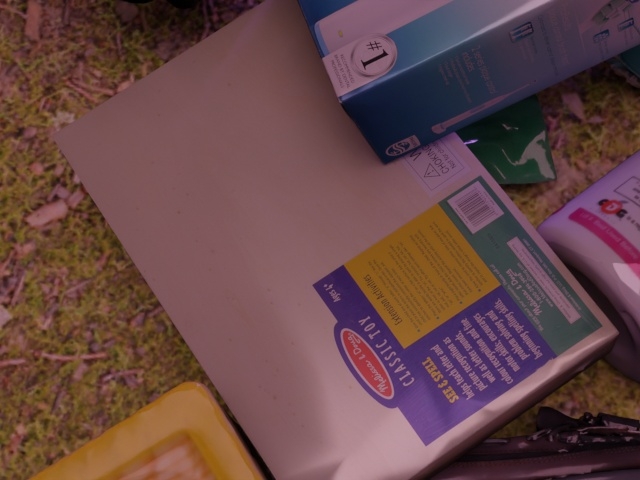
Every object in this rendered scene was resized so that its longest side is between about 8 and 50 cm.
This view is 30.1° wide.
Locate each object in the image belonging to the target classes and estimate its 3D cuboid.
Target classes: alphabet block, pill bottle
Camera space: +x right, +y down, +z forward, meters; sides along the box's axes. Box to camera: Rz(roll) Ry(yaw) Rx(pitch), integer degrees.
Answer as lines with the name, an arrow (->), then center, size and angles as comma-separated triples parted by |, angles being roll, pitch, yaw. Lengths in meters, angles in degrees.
alphabet block -> -0.108, 0.240, 0.862 | 0.193, 0.197, 0.192 | -34, 73, -7
pill bottle -> 0.325, -0.026, 0.945 | 0.283, 0.160, 0.160 | -36, 74, -8

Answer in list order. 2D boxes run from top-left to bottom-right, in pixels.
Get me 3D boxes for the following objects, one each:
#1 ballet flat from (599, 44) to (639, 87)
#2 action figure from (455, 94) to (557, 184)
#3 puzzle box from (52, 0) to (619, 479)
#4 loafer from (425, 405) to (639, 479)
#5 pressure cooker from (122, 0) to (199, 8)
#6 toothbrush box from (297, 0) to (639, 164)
ballet flat -> 0.250, -0.195, 1.038 | 0.241, 0.077, 0.091 | 25, 103, -13
action figure -> 0.074, -0.091, 1.030 | 0.232, 0.063, 0.137 | -11, 74, -1
puzzle box -> 0.000, 0.000, 0.943 | 0.272, 0.052, 0.409 | -33, 68, -7
loafer -> 0.157, 0.166, 0.924 | 0.302, 0.109, 0.095 | -9, 68, 3
pressure cooker -> -0.157, -0.420, 0.997 | 0.370, 0.375, 0.420 | 32, 76, 29
toothbrush box -> 0.127, -0.227, 0.896 | 0.295, 0.126, 0.216 | -24, 66, 9
